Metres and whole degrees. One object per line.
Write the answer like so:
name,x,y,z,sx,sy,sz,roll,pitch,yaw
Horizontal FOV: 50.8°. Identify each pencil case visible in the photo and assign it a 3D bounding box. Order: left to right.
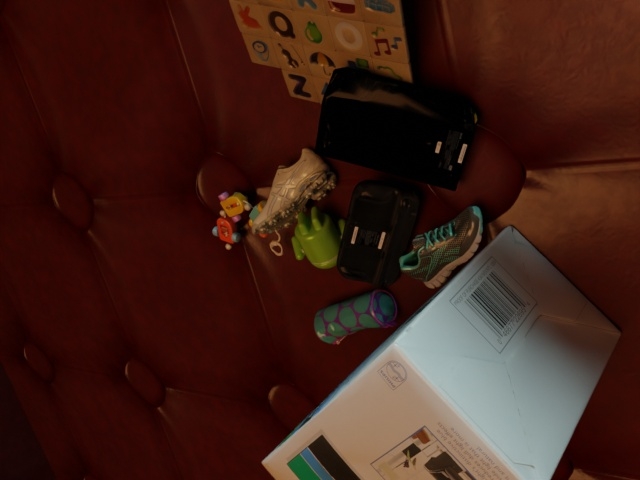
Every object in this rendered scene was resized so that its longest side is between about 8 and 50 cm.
pencil case,0.060,0.134,1.168,0.152,0.064,0.070,-26,81,43

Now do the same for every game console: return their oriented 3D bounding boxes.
game console,0.087,-0.072,1.011,0.213,0.044,0.361,17,130,6

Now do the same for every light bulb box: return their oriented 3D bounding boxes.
light bulb box,0.166,0.223,0.937,0.225,0.358,0.361,47,132,9

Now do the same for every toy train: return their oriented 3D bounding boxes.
toy train,-0.128,-0.034,1.234,0.166,0.046,0.125,13,128,31

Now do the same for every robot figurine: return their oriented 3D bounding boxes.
robot figurine,0.000,0.000,1.124,0.101,0.067,0.115,-21,126,11

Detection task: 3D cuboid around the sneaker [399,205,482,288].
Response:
sneaker,0.174,0.009,0.993,0.076,0.065,0.166,16,132,-19

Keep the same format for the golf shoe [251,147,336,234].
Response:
golf shoe,-0.056,-0.080,1.126,0.176,0.069,0.086,-38,69,20

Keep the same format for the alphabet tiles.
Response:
alphabet tiles,-0.013,-0.311,0.911,0.285,0.011,0.342,19,150,28
